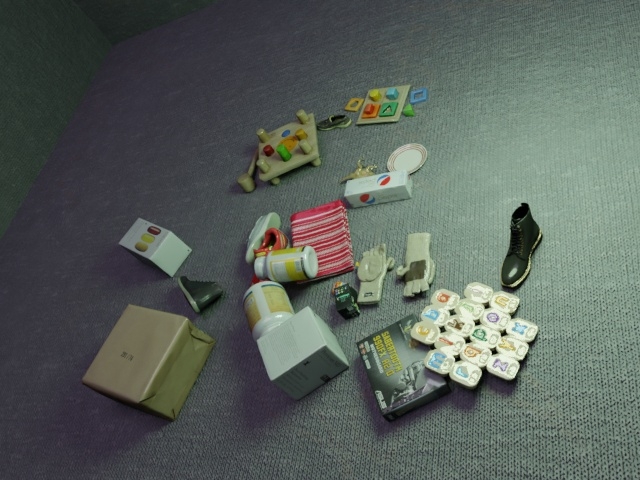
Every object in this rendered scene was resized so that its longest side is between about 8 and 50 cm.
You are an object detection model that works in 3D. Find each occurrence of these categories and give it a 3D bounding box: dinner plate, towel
[{"bbox_3d":[0.295,-0.272,1.966,0.141,0.017,0.141,-18,49,21],"label":"dinner plate"},{"bbox_3d":[0.000,0.000,1.895,0.199,0.031,0.275,-16,54,12],"label":"towel"}]

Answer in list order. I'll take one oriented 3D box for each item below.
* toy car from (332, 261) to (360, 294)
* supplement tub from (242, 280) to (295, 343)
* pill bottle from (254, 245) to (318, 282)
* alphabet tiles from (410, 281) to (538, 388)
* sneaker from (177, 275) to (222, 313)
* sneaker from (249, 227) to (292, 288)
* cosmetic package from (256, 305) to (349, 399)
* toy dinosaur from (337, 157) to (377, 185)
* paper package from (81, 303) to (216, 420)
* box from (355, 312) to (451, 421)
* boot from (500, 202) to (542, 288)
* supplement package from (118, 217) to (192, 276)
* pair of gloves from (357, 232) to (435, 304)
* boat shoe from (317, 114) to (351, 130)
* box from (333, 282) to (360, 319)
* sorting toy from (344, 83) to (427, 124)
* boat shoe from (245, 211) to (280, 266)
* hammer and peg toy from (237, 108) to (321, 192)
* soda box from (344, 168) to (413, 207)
[{"bbox_3d":[0.076,0.113,1.782,0.060,0.040,0.122,12,63,39],"label":"toy car"},{"bbox_3d":[-0.148,0.237,1.755,0.144,0.144,0.199,-33,44,6],"label":"supplement tub"},{"bbox_3d":[-0.108,0.078,1.813,0.184,0.103,0.103,-8,52,20],"label":"pill bottle"},{"bbox_3d":[0.383,0.232,1.457,0.278,0.021,0.284,20,59,31],"label":"alphabet tiles"},{"bbox_3d":[-0.426,0.173,2.054,0.118,0.083,0.222,-29,34,-16],"label":"sneaker"},{"bbox_3d":[-0.191,0.080,1.929,0.107,0.118,0.279,-4,54,32],"label":"sneaker"},{"bbox_3d":[-0.050,0.316,1.622,0.184,0.151,0.151,-35,45,6],"label":"cosmetic package"},{"bbox_3d":[0.136,-0.236,2.016,0.183,0.053,0.092,0,58,33],"label":"toy dinosaur"},{"bbox_3d":[-0.560,0.389,1.890,0.325,0.168,0.309,5,59,37],"label":"paper package"},{"bbox_3d":[0.211,0.327,1.509,0.183,0.056,0.231,-29,45,11],"label":"box"},{"bbox_3d":[0.507,0.012,1.510,0.077,0.137,0.198,9,62,38],"label":"boot"},{"bbox_3d":[-0.646,0.024,2.262,0.244,0.134,0.139,18,67,41],"label":"supplement package"},{"bbox_3d":[0.222,0.087,1.707,0.240,0.042,0.204,-15,52,25],"label":"pair of gloves"},{"bbox_3d":[0.049,-0.468,2.261,0.152,0.049,0.056,-2,55,32],"label":"boat shoe"},{"bbox_3d":[0.078,0.180,1.711,0.052,0.062,0.083,-23,46,18],"label":"box"},{"bbox_3d":[0.231,-0.522,2.187,0.348,0.047,0.196,3,58,35],"label":"sorting toy"},{"bbox_3d":[-0.217,-0.001,2.051,0.081,0.079,0.227,-7,47,41],"label":"boat shoe"},{"bbox_3d":[-0.176,-0.349,2.258,0.361,0.127,0.266,-21,47,18],"label":"hammer and peg toy"},{"bbox_3d":[0.192,-0.169,1.909,0.216,0.074,0.069,-8,52,28],"label":"soda box"}]
